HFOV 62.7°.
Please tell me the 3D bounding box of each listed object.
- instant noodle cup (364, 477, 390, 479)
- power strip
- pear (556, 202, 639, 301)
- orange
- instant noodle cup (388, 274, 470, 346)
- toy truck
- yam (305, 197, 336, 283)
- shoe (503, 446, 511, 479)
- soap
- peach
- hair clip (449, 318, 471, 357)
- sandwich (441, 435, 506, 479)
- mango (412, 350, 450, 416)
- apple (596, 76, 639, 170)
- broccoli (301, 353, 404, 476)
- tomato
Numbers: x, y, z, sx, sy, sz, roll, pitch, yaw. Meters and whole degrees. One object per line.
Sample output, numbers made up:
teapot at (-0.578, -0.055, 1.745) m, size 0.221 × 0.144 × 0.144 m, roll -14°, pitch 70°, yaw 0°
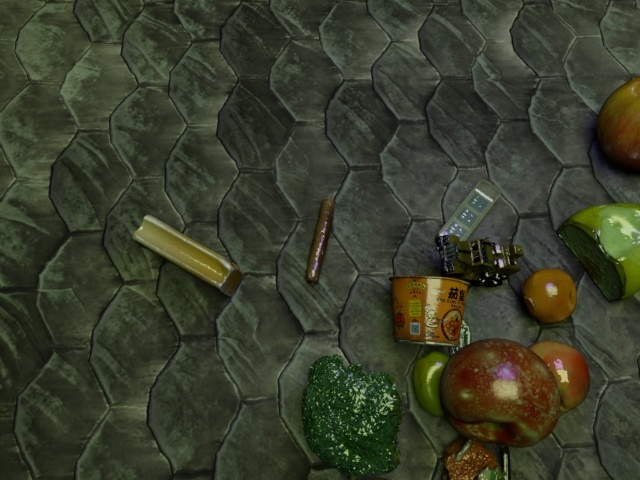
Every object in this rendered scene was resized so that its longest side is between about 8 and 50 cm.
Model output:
instant noodle cup at (0.073, 0.714, 1.127) m, size 0.326 × 0.325 × 0.254 m, roll -24°, pitch 82°, yaw -11°
power strip at (0.436, -0.073, 1.556) m, size 0.078 × 0.052 × 0.272 m, roll 39°, pitch 73°, yaw 10°
pear at (0.867, 0.005, 1.497) m, size 0.292 × 0.159 × 0.292 m, roll 2°, pitch 68°, yaw -5°
orange at (0.624, 0.150, 1.439) m, size 0.155 × 0.134 × 0.154 m, roll 1°, pitch 89°, yaw -36°
instant noodle cup at (0.281, 0.187, 1.380) m, size 0.216 × 0.216 × 0.172 m, roll 5°, pitch 79°, yaw -1°
toy truck at (0.433, 0.048, 1.430) m, size 0.257 × 0.127 × 0.127 m, roll 8°, pitch 68°, yaw -31°
yam at (0.000, 0.000, 1.511) m, size 0.046 × 0.046 × 0.264 m, roll 12°, pitch 68°, yaw 2°
shoe at (0.448, 0.595, 1.311) m, size 0.053 × 0.062 × 0.159 m, roll 0°, pitch 73°, yaw 24°
soap at (-0.348, 0.044, 1.412) m, size 0.274 × 0.173 × 0.089 m, roll 28°, pitch 79°, yaw 8°
peach at (0.595, 0.345, 1.350) m, size 0.184 × 0.184 × 0.184 m, roll 1°, pitch 70°, yaw -3°
hair clip at (0.382, 0.319, 1.418) m, size 0.066 × 0.036 × 0.229 m, roll 4°, pitch 63°, yaw -6°
sandwich at (0.347, 0.578, 1.275) m, size 0.185 × 0.109 × 0.160 m, roll -44°, pitch 58°, yaw 5°
mango at (0.298, 0.370, 1.366) m, size 0.117 × 0.089 × 0.163 m, roll 12°, pitch 71°, yaw -5°
apple at (0.998, -0.359, 1.577) m, size 0.302 × 0.301 × 0.301 m, roll 1°, pitch 70°, yaw -3°
broccoli at (0.091, 0.414, 1.268) m, size 0.275 × 0.308 × 0.307 m, roll -13°, pitch 69°, yaw -34°
tomato at (0.415, 0.347, 1.232) m, size 0.270 × 0.270 × 0.222 m, roll 21°, pitch 55°, yaw 5°
